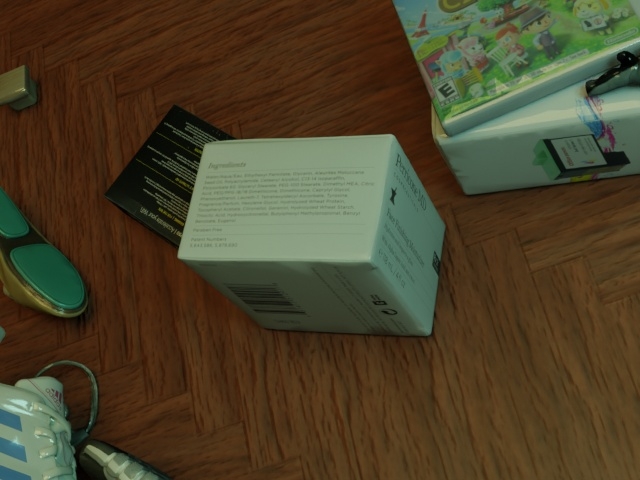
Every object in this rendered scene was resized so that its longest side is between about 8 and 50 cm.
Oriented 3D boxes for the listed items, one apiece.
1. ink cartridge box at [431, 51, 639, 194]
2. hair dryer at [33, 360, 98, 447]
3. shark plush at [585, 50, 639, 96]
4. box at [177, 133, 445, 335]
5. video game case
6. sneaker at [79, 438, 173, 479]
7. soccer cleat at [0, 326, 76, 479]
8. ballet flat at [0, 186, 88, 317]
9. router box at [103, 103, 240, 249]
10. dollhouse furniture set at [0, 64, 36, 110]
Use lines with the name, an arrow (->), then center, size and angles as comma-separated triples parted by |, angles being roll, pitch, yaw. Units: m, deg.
ink cartridge box -> 0.250, -0.168, 0.858 | 0.278, 0.117, 0.201 | -7, 63, 19
hair dryer -> -0.364, 0.247, 0.936 | 0.224, 0.080, 0.293 | 3, 67, 24
shark plush -> 0.291, -0.133, 0.726 | 0.161, 0.073, 0.067 | -8, 95, 14
box -> 0.000, 0.000, 0.842 | 0.182, 0.181, 0.119 | 0, 66, 23
video game case -> 0.179, -0.211, 0.824 | 0.213, 0.023, 0.193 | -23, 58, 12
sneaker -> -0.159, 0.278, 0.827 | 0.229, 0.086, 0.132 | 25, 75, 30
soccer cleat -> -0.275, 0.213, 0.866 | 0.143, 0.116, 0.331 | -36, 76, -17
ballet flat -> -0.340, 0.021, 1.048 | 0.232, 0.080, 0.073 | 47, 123, 25
router box -> -0.132, -0.056, 1.008 | 0.179, 0.046, 0.133 | 31, 81, 33
dollhouse furniture set -> -0.530, -0.063, 1.108 | 0.356, 0.174, 0.303 | -20, 59, 13
